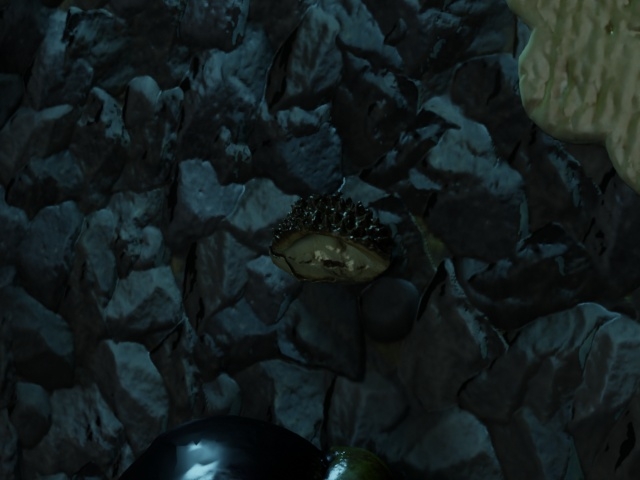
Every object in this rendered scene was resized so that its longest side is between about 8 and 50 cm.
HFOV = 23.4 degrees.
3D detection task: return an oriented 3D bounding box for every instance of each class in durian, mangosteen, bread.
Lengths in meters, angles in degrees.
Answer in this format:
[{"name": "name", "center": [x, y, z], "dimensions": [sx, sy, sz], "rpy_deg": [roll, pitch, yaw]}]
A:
[{"name": "durian", "center": [0.006, -0.003, 1.224], "dimensions": [0.130, 0.052, 0.066], "rpy_deg": [5, 129, 40]}, {"name": "mangosteen", "center": [-0.040, 0.262, 1.129], "dimensions": [0.233, 0.287, 0.287], "rpy_deg": [176, 95, -65]}, {"name": "bread", "center": [0.259, -0.172, 1.025], "dimensions": [0.316, 0.054, 0.316], "rpy_deg": [-1, 89, 37]}]
